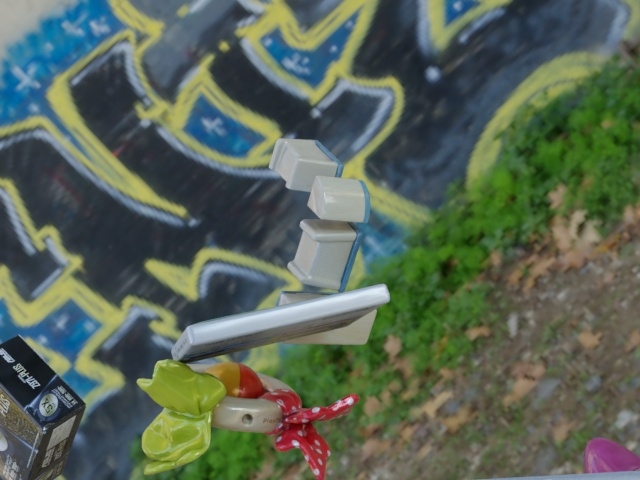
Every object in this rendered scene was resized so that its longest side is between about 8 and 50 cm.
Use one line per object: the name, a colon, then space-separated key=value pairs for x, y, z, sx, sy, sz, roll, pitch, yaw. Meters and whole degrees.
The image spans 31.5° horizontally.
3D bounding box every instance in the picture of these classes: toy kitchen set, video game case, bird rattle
toy kitchen set: x=0.000 y=0.000 z=1.415 sx=0.166 sy=0.122 sz=0.207 roll=47 pitch=126 yaw=52
video game case: x=-0.050 y=0.092 z=1.228 sx=0.212 sy=0.023 sz=0.193 roll=-12 pitch=-9 yaw=-14
bird rattle: x=-0.092 y=0.184 z=1.330 sx=0.253 sy=0.143 sz=0.207 roll=-1 pitch=14 yaw=-17

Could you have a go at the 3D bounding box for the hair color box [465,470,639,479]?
hair color box: x=0.051 y=0.219 z=0.566 sx=0.374 sy=0.186 sz=0.114 roll=-4 pitch=-20 yaw=3

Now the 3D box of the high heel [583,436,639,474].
high heel: x=0.483 y=0.345 z=1.460 sx=0.127 sy=0.377 sz=0.181 roll=-2 pitch=-55 yaw=-30

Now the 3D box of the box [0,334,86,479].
box: x=-0.418 y=0.248 z=1.581 sx=0.077 sy=0.147 sz=0.180 roll=-32 pitch=-22 yaw=-44
